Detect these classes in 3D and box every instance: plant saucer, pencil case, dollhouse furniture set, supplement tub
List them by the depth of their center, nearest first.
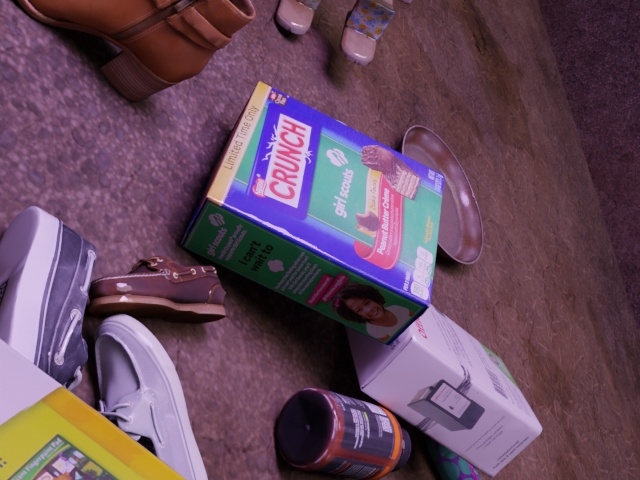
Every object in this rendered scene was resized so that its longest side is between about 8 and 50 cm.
[{"bbox_3d":[0.040,0.266,1.049,0.197,0.106,0.106,28,48,-45],"label":"supplement tub"},{"bbox_3d":[-0.004,-0.502,1.282,0.394,0.362,0.257,22,44,-11],"label":"dollhouse furniture set"},{"bbox_3d":[0.227,0.375,1.283,0.064,0.070,0.152,-27,91,-58],"label":"pencil case"},{"bbox_3d":[0.243,-0.089,1.633,0.310,0.050,0.311,33,44,-39],"label":"plant saucer"}]

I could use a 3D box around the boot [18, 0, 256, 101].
[{"bbox_3d":[-0.233,-0.312,0.927,0.283,0.220,0.109,51,35,-22],"label":"boot"}]

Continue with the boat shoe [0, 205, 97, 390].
[{"bbox_3d":[-0.265,0.108,0.720,0.102,0.108,0.301,36,36,-36],"label":"boat shoe"}]

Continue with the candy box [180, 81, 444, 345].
[{"bbox_3d":[0.002,-0.044,1.080,0.317,0.122,0.268,25,44,-10],"label":"candy box"}]

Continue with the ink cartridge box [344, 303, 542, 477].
[{"bbox_3d":[0.177,0.199,1.184,0.272,0.115,0.198,37,15,-20],"label":"ink cartridge box"}]

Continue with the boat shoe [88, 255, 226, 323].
[{"bbox_3d":[-0.186,0.054,0.893,0.207,0.073,0.073,16,63,-62],"label":"boat shoe"}]

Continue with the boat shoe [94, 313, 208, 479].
[{"bbox_3d":[-0.185,0.188,0.798,0.081,0.079,0.228,-22,91,-62],"label":"boat shoe"}]

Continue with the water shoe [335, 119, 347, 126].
[{"bbox_3d":[0.038,-0.113,1.328,0.080,0.072,0.203,-13,80,-55],"label":"water shoe"}]

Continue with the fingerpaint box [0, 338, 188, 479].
[{"bbox_3d":[-0.329,0.205,0.370,0.371,0.163,0.445,35,33,5],"label":"fingerpaint box"}]
